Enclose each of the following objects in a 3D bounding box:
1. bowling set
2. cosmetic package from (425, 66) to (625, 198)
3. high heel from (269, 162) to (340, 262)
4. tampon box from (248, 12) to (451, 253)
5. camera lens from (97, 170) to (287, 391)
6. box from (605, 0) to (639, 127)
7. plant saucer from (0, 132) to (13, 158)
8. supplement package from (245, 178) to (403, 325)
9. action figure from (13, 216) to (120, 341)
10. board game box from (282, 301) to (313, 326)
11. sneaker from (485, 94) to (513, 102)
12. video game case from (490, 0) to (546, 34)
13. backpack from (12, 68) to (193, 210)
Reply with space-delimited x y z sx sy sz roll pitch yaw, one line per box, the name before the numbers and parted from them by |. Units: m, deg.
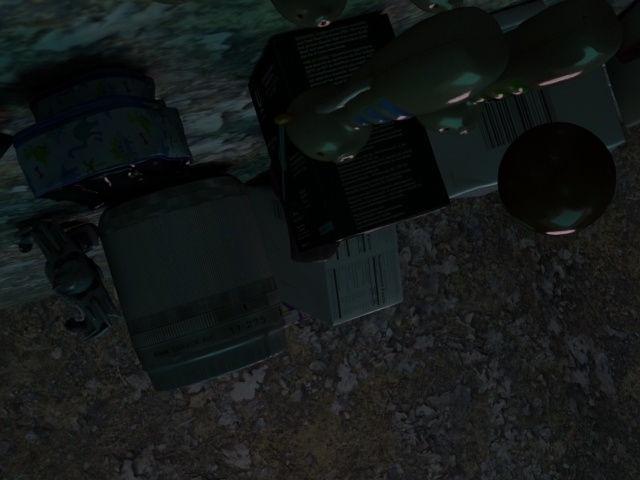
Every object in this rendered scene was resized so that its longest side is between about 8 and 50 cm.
bowling set | 0.046 -0.087 0.402 0.287 0.200 0.154 -11 176 -38
cosmetic package | 0.270 -0.157 1.059 0.217 0.156 0.385 -18 180 16
high heel | 0.008 -0.121 1.099 0.127 0.181 0.377 -2 -158 3
tampon box | 0.018 -0.083 0.660 0.101 0.161 0.120 -17 180 -16
camera lens | -0.180 0.052 1.132 0.219 0.274 0.219 -17 179 0
box | 0.436 -0.226 0.908 0.148 0.127 0.232 -18 179 3
plant saucer | -0.331 0.037 0.547 0.317 0.043 0.318 -41 -158 20
supplement package | 0.000 0.000 1.353 0.145 0.204 0.262 -16 -162 -28
action figure | -0.355 0.048 1.132 0.099 0.185 0.285 -22 -171 -10
board game box | -0.143 0.055 1.644 0.142 0.275 0.144 -17 178 -30
sneaker | 0.121 -0.155 0.781 0.161 0.057 0.075 -19 -164 -18
video game case | 0.130 -0.190 0.799 0.157 0.019 0.143 -18 179 -3
backpack | -0.157 -0.071 0.559 0.105 0.084 0.114 -19 -177 9
